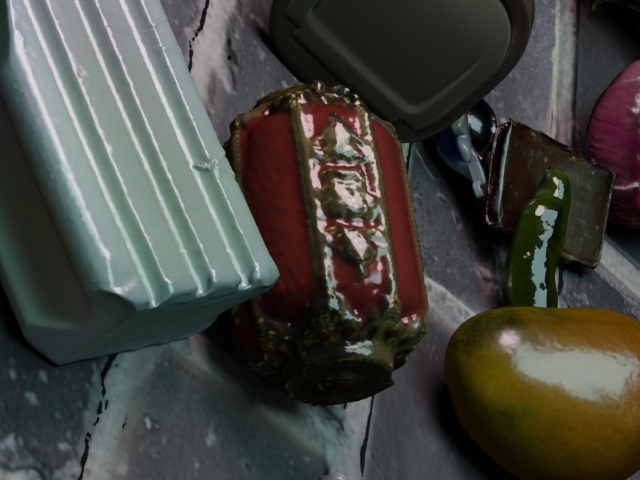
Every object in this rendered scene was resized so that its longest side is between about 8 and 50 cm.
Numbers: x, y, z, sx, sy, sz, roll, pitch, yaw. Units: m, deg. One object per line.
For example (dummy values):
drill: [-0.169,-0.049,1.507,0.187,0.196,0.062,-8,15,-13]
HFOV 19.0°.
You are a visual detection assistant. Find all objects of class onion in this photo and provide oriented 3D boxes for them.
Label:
onion: [0.380,-0.122,2.233,0.163,0.230,0.230,27,15,36]

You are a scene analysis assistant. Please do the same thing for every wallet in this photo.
wallet: [0.243,-0.046,2.047,0.232,0.031,0.122,22,74,-51]

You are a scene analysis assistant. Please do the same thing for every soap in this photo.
soap: [-0.190,-0.089,1.502,0.208,0.115,0.347,-9,73,-55]

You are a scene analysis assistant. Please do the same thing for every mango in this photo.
mango: [0.231,0.152,1.835,0.254,0.139,0.175,2,76,-28]

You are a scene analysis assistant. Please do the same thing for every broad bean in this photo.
broad bean: [0.249,0.079,1.964,0.144,0.049,0.292,-27,98,-37]

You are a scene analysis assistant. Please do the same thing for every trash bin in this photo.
trash bin: [0.092,-0.269,1.924,0.220,0.219,0.250,43,31,-19]

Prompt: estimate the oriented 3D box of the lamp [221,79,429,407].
lamp: [0.000,0.000,1.634,0.177,0.177,0.274,21,52,-43]

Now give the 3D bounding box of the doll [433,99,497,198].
doll: [0.148,-0.128,2.007,0.096,0.070,0.195,46,28,-55]

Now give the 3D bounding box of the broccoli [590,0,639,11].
broccoli: [0.456,-0.324,2.418,0.297,0.297,0.297,-2,94,-53]

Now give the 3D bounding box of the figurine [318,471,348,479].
figurine: [-0.001,0.247,1.558,0.072,0.054,0.129,62,24,-24]
